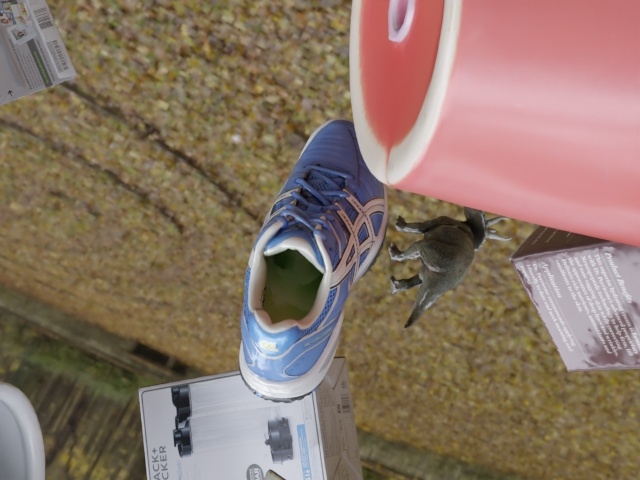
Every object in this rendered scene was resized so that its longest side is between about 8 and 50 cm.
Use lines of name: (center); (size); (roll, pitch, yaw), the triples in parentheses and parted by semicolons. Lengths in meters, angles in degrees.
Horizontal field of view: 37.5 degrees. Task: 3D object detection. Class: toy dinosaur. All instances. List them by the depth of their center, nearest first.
toy dinosaur: (0.206, 0.024, 1.626); (0.160, 0.313, 0.121); (-7, 118, 31)

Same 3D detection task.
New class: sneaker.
sneaker: (0.000, 0.000, 0.627); (0.080, 0.211, 0.081); (10, 151, 7)

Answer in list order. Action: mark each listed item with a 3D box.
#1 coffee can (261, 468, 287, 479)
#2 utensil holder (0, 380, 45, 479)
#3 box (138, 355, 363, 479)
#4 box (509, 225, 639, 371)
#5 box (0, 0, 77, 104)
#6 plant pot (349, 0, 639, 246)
coffee can: (-0.056, 0.382, 0.864); (0.201, 0.275, 0.201); (36, 165, 11)
utensil holder: (-0.606, 0.329, 1.217); (0.386, 0.327, 0.327); (4, 160, 13)
box: (-0.098, 0.255, 1.240); (0.290, 0.169, 0.087); (-13, 168, 31)
box: (0.362, 0.033, 1.064); (0.203, 0.167, 0.168); (-12, 112, 49)
box: (-0.467, -0.276, 1.374); (0.038, 0.186, 0.145); (-4, 112, 48)
plant pot: (0.156, -0.123, 0.536); (0.243, 0.274, 0.275); (2, 169, -12)
